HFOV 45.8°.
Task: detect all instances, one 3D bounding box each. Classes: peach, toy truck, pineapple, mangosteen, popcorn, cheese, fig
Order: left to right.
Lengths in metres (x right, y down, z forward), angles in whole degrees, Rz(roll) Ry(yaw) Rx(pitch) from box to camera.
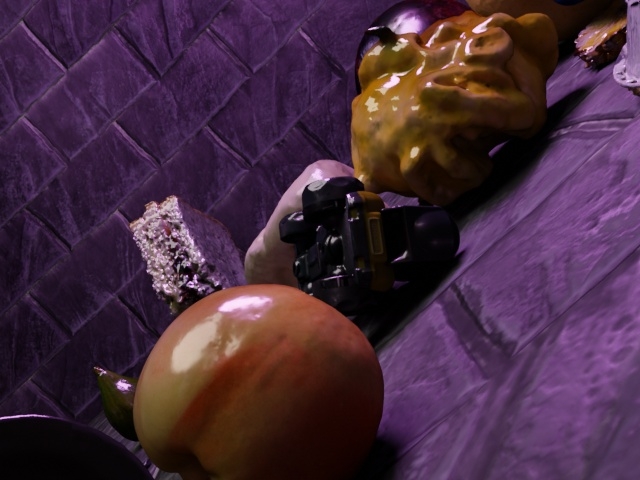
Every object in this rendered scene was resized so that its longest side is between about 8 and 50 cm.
[{"bbox_3d":[-0.382,0.317,1.491,0.117,0.177,0.117,-34,26,19],"label":"fig"},{"bbox_3d":[-0.041,0.119,0.567,0.184,0.184,0.184,-43,6,6],"label":"peach"},{"bbox_3d":[0.001,0.001,1.110,0.251,0.173,0.248,-43,-3,-3],"label":"cheese"},{"bbox_3d":[0.050,0.018,0.891,0.165,0.147,0.224,-4,-13,-18],"label":"toy truck"},{"bbox_3d":[0.160,-0.191,1.041,0.297,0.281,0.316,-11,42,48],"label":"popcorn"},{"bbox_3d":[0.219,-0.308,1.423,0.300,0.300,0.300,-43,6,6],"label":"mangosteen"},{"bbox_3d":[0.442,-0.316,1.040,0.221,0.047,0.221,-45,9,9],"label":"pineapple"}]

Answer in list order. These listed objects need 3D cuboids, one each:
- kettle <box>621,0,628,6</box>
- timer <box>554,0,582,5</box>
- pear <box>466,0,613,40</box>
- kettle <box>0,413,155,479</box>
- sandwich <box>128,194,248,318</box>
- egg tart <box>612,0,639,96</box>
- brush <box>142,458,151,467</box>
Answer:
[{"bbox_3d":[0.395,-0.355,0.834,0.221,0.161,0.236,-4,-14,34],"label":"kettle"},{"bbox_3d":[0.496,-0.518,1.073,0.384,0.270,0.270,-15,10,6],"label":"timer"},{"bbox_3d":[0.402,-0.532,1.367,0.348,0.348,0.348,-43,6,6],"label":"pear"},{"bbox_3d":[-0.281,0.336,0.654,0.324,0.228,0.320,136,146,-56],"label":"kettle"},{"bbox_3d":[-0.231,0.084,1.561,0.131,0.325,0.262,-34,-27,9],"label":"sandwich"},{"bbox_3d":[0.369,-0.236,0.713,0.234,0.094,0.234,-43,8,8],"label":"egg tart"},{"bbox_3d":[-0.351,0.428,1.240,0.193,0.016,0.063,-45,6,-6],"label":"brush"}]
